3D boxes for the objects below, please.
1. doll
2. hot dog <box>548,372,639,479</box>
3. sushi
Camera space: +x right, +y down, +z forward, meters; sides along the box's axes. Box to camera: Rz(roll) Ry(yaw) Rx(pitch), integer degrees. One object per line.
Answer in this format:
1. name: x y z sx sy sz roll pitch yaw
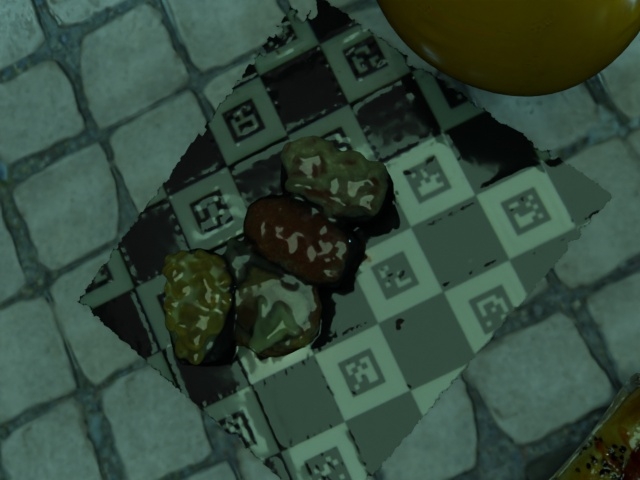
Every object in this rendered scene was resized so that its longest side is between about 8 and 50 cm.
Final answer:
1. doll: 0.091 -0.192 0.536 0.236 0.213 0.213 14 85 14
2. hot dog: 0.191 0.165 0.549 0.108 0.059 0.191 42 93 17
3. sushi: 0.000 0.000 0.608 0.264 0.050 0.290 39 90 13
